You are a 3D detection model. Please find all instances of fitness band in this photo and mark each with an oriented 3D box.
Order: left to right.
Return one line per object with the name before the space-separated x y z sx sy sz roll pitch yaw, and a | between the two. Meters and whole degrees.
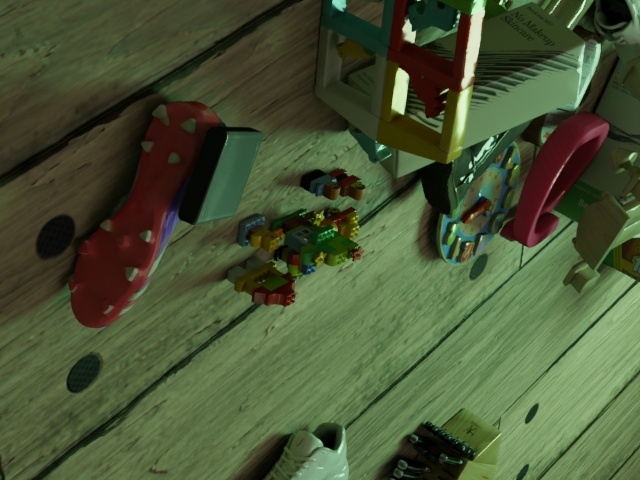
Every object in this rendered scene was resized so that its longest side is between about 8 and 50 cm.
fitness band | 0.363 -0.094 2.005 0.291 0.054 0.209 -27 146 -62

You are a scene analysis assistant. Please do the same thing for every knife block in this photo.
knife block | 0.205 0.416 2.262 0.242 0.088 0.275 -35 143 -35

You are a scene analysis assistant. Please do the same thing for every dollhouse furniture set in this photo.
dollhouse furniture set | 0.515 -0.127 2.058 0.303 0.174 0.355 -24 155 -29

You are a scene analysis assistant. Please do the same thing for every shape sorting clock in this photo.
shape sorting clock | 0.235 -0.056 1.917 0.206 0.040 0.206 -38 145 -33

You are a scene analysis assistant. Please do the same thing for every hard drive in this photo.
hard drive | -0.097 -0.066 1.288 0.135 0.022 0.094 -23 133 -77

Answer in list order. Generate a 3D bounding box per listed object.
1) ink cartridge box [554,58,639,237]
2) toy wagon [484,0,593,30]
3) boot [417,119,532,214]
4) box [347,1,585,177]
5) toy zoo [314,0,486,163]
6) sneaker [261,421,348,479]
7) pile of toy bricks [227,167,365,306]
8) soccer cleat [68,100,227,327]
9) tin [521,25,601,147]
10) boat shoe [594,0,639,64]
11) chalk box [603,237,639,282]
ink cartridge box | 0.531 -0.157 2.193 0.211 0.121 0.289 -3 119 -55
toy wagon | 0.286 -0.373 1.675 0.267 0.068 0.344 -54 150 -9
boot | 0.214 -0.155 1.762 0.208 0.076 0.189 -43 153 -19
box | 0.174 -0.183 1.563 0.275 0.113 0.094 -26 139 -22
toy zoo | 0.080 -0.207 1.384 0.030 0.192 0.293 -33 141 -39
sneaker | -0.041 0.321 1.815 0.232 0.090 0.115 -35 137 -51
pile of toy bricks | 0.000 0.000 1.542 0.212 0.105 0.118 -27 138 -43
soccer cleat | -0.166 -0.022 1.300 0.248 0.083 0.095 -65 155 5
tin | 0.361 -0.228 1.958 0.106 0.040 0.189 4 114 -53
boat shoe | 0.442 -0.337 1.939 0.084 0.095 0.258 -44 137 -17
chalk box | 0.684 -0.056 2.466 0.179 0.180 0.289 -5 120 -55
